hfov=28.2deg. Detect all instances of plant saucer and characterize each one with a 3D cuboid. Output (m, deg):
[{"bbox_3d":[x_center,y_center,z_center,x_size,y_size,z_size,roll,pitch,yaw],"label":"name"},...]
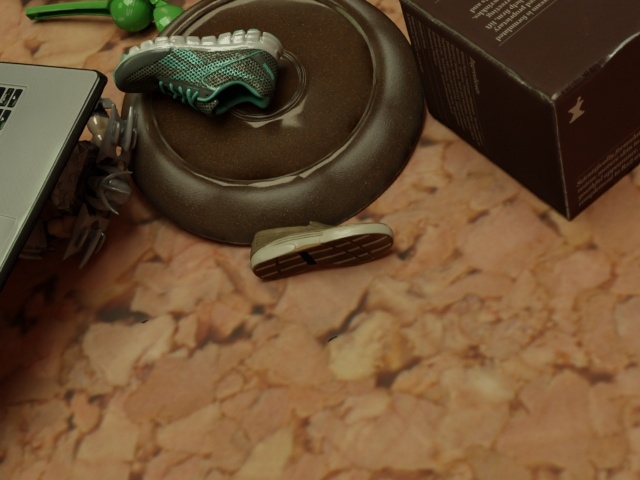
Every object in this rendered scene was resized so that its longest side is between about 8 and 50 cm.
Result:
[{"bbox_3d":[-0.054,-0.144,1.256,0.310,0.050,0.311,-4,61,8],"label":"plant saucer"}]

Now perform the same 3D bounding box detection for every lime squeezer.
[{"bbox_3d":[-0.201,-0.222,1.397,0.310,0.059,0.110,37,102,33],"label":"lime squeezer"}]

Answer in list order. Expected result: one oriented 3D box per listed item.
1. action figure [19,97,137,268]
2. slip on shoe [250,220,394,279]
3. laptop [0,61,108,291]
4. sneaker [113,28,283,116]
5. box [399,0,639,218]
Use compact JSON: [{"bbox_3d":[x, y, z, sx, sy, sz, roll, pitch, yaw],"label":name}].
[{"bbox_3d":[-0.286,-0.077,1.269,0.285,0.099,0.185,20,81,37],"label":"action figure"},{"bbox_3d":[0.000,0.000,1.167,0.135,0.051,0.041,-15,54,15],"label":"slip on shoe"},{"bbox_3d":[-0.467,-0.053,1.146,0.407,0.236,0.382,12,73,44],"label":"laptop"},{"bbox_3d":[-0.117,-0.152,1.210,0.166,0.065,0.076,-7,67,9],"label":"sneaker"},{"bbox_3d":[0.206,-0.167,1.150,0.168,0.167,0.203,-38,54,-12],"label":"box"}]
